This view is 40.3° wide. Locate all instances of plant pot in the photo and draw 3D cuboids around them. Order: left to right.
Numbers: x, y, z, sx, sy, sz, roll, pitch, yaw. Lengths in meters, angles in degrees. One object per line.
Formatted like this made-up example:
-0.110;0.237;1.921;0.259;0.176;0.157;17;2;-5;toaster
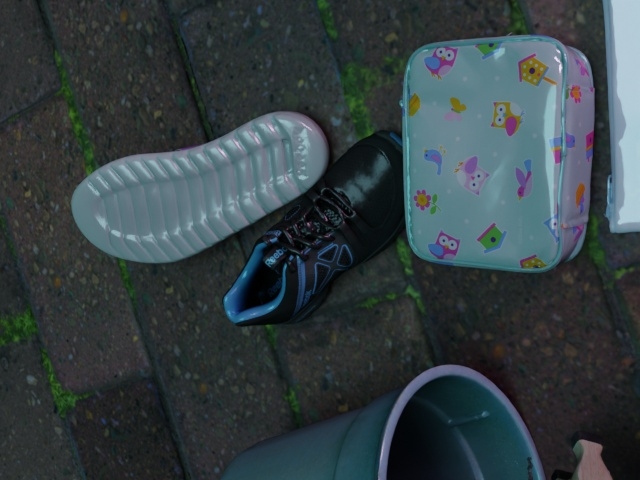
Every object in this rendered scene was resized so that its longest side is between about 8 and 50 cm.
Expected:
0.059;0.356;1.085;0.334;0.341;0.341;-22;85;40;plant pot

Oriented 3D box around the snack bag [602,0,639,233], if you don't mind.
0.463;-0.169;0.915;0.342;0.037;0.323;-1;97;31;snack bag

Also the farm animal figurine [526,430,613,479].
0.369;0.295;0.873;0.326;0.172;0.330;3;124;12;farm animal figurine

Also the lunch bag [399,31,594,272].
0.203;-0.107;1.039;0.224;0.108;0.279;4;98;36;lunch bag

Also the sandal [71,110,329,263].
-0.170;-0.074;1.282;0.416;0.102;0.169;-14;105;19;sandal

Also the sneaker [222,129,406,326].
0.000;0.000;1.159;0.125;0.139;0.341;46;116;19;sneaker
